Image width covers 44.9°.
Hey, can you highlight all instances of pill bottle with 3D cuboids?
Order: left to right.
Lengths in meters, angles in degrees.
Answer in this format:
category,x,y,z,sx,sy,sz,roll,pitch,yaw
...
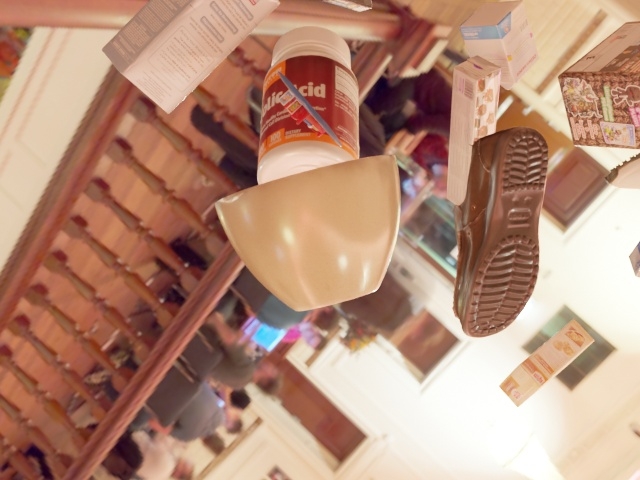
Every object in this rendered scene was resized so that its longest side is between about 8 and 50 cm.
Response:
category,x,y,z,sx,sy,sz,roll,pitch,yaw
pill bottle,-0.024,-0.284,1.758,0.224,0.224,0.392,120,-24,-53

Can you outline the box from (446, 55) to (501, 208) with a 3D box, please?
category,x,y,z,sx,sy,sz,roll,pitch,yaw
box,0.293,-0.198,1.494,0.063,0.067,0.324,-29,138,-22

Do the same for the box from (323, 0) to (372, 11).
category,x,y,z,sx,sy,sz,roll,pitch,yaw
box,0.063,-0.753,2.122,0.051,0.220,0.175,-7,179,37

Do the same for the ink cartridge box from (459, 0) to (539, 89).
category,x,y,z,sx,sy,sz,roll,pitch,yaw
ink cartridge box,0.343,-0.367,1.468,0.092,0.090,0.143,-45,126,-25

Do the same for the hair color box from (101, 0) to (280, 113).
category,x,y,z,sx,sy,sz,roll,pitch,yaw
hair color box,-0.292,-0.492,1.771,0.374,0.113,0.185,-44,149,3

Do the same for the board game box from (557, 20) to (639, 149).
category,x,y,z,sx,sy,sz,roll,pitch,yaw
board game box,0.601,-0.268,1.312,0.232,0.141,0.291,-37,-151,-27

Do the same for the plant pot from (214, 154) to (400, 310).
category,x,y,z,sx,sy,sz,roll,pitch,yaw
plant pot,0.000,0.000,1.178,0.284,0.191,0.284,-14,179,0

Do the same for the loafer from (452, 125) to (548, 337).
category,x,y,z,sx,sy,sz,roll,pitch,yaw
loafer,0.295,-0.015,1.320,0.130,0.133,0.366,31,-67,61

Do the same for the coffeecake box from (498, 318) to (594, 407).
category,x,y,z,sx,sy,sz,roll,pitch,yaw
coffeecake box,0.508,0.278,1.746,0.185,0.068,0.142,-33,160,-24

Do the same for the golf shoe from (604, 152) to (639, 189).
category,x,y,z,sx,sy,sz,roll,pitch,yaw
golf shoe,0.755,-0.133,1.657,0.272,0.120,0.105,-6,155,-2

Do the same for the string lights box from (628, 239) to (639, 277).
category,x,y,z,sx,sy,sz,roll,pitch,yaw
string lights box,0.719,-0.027,1.474,0.077,0.133,0.260,-74,-176,-56

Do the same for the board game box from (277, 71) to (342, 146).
category,x,y,z,sx,sy,sz,roll,pitch,yaw
board game box,-0.029,-0.217,1.337,0.033,0.169,0.133,-40,-162,10
